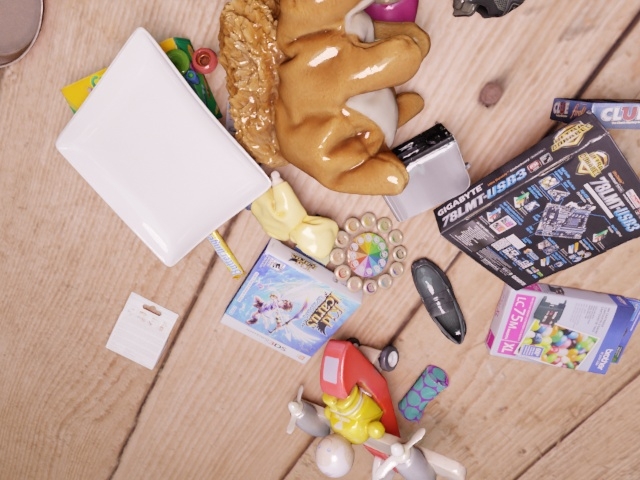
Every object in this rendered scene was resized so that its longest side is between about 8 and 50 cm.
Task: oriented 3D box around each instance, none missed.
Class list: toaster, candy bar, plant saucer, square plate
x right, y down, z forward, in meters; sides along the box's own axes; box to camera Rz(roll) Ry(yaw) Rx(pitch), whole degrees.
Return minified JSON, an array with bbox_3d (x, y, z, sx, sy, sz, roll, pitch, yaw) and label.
[{"bbox_3d":[0.184,-0.133,0.801,0.186,0.168,0.110,-27,107,17],"label":"toaster"},{"bbox_3d":[-0.238,0.027,1.012,0.040,0.018,0.161,-25,106,17],"label":"candy bar"},{"bbox_3d":[-0.695,-0.517,0.839,0.312,0.050,0.310,3,113,7],"label":"plant saucer"},{"bbox_3d":[-0.314,-0.157,0.818,0.344,0.049,0.347,-33,103,28],"label":"square plate"}]

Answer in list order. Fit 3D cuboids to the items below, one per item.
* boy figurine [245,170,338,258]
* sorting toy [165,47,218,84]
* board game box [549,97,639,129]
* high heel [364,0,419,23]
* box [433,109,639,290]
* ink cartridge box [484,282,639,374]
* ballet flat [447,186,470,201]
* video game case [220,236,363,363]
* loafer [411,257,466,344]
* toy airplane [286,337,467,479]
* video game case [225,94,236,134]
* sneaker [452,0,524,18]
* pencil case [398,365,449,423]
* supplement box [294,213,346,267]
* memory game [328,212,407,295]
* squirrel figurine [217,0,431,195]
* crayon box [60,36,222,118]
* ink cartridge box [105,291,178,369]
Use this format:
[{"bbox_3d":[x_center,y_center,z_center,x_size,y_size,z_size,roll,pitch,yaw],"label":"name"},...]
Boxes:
[{"bbox_3d":[-0.088,-0.071,0.858,0.285,0.092,0.177,33,146,10],"label":"boy figurine"},{"bbox_3d":[-0.240,-0.325,0.778,0.102,0.042,0.061,-6,91,1],"label":"sorting toy"},{"bbox_3d":[0.558,-0.220,0.713,0.244,0.165,0.042,3,112,7],"label":"board game box"},{"bbox_3d":[0.099,-0.487,0.661,0.128,0.181,0.376,-6,111,10],"label":"high heel"},{"bbox_3d":[0.416,-0.043,0.760,0.296,0.073,0.293,30,129,-32],"label":"box"},{"bbox_3d":[0.562,0.201,0.944,0.312,0.065,0.185,8,113,3],"label":"ink cartridge box"},{"bbox_3d":[0.375,-0.090,0.847,0.231,0.077,0.077,-6,94,13],"label":"ballet flat"},{"bbox_3d":[-0.074,0.155,0.980,0.245,0.061,0.269,29,124,-11],"label":"video game case"},{"bbox_3d":[0.277,0.140,0.949,0.076,0.078,0.223,-27,106,17],"label":"loafer"},{"bbox_3d":[0.096,0.457,0.976,0.384,0.273,0.385,43,137,17],"label":"toy airplane"},{"bbox_3d":[-0.154,-0.281,0.876,0.087,0.011,0.121,12,114,4],"label":"video game case"},{"bbox_3d":[0.254,-0.474,0.695,0.130,0.087,0.227,-40,107,14],"label":"sneaker"},{"bbox_3d":[0.265,0.396,1.063,0.070,0.064,0.151,35,114,11],"label":"pencil case"},{"bbox_3d":[0.000,0.000,0.944,0.083,0.056,0.083,33,113,-6],"label":"supplement box"},{"bbox_3d":[0.108,0.031,0.916,0.187,0.012,0.185,-1,92,-16],"label":"memory game"},{"bbox_3d":[-0.029,-0.303,0.674,0.398,0.280,0.370,6,139,27],"label":"squirrel figurine"},{"bbox_3d":[-0.370,-0.288,0.866,0.279,0.081,0.165,-16,109,15],"label":"crayon box"},{"bbox_3d":[-0.484,0.244,1.136,0.146,0.045,0.179,27,95,-3],"label":"ink cartridge box"}]
